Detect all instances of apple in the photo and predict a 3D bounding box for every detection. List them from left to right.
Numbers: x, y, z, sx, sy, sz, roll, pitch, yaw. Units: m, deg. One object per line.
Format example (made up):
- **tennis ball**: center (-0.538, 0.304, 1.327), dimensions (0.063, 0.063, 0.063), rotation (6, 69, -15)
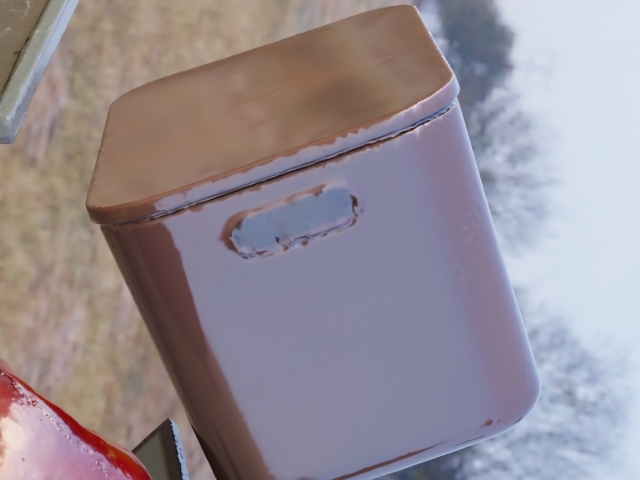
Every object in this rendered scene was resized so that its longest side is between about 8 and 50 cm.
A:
- **apple**: center (-0.178, 0.155, 0.919), dimensions (0.168, 0.181, 0.181), rotation (-49, 172, -12)

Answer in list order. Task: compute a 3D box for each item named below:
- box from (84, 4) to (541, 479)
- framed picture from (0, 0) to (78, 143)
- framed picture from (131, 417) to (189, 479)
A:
- **box**: center (0.000, 0.000, 1.209), dimensions (0.339, 0.239, 0.229), rotation (-100, 170, -72)
- **framed picture**: center (-0.286, -0.149, 1.143), dimensions (0.335, 0.247, 0.022), rotation (-84, 176, -61)
- **framed picture**: center (-0.202, 0.289, 1.205), dimensions (0.324, 0.013, 0.244), rotation (-44, -155, 10)
